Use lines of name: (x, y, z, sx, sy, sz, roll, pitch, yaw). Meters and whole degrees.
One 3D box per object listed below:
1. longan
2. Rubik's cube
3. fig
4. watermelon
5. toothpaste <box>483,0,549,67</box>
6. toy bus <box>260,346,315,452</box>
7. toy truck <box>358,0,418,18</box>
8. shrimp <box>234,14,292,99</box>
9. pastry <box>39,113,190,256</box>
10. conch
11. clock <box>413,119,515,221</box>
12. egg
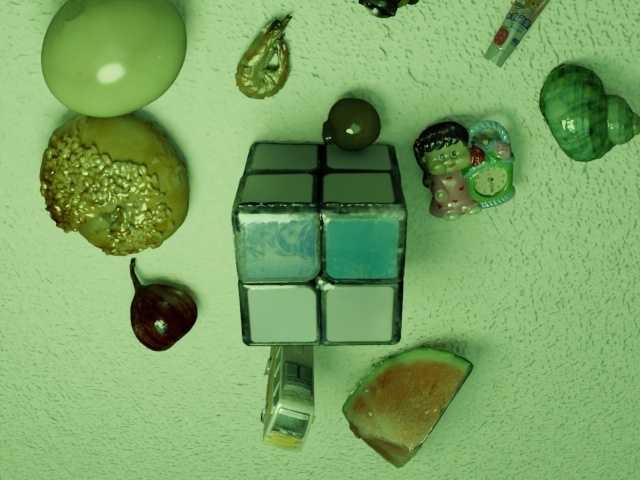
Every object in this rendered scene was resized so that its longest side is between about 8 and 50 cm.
longan: (0.057, -0.226, 1.377, 0.119, 0.106, 0.106, -19, 119, 9)
Rubik's cube: (0.000, 0.000, 1.391, 0.316, 0.313, 0.318, 1, 120, 0)
fig: (-0.364, 0.163, 1.583, 0.149, 0.148, 0.202, 6, 143, 36)
watermelon: (0.196, 0.382, 1.704, 0.222, 0.319, 0.292, 31, 78, 14)
toothpaste: (0.374, -0.415, 1.297, 0.067, 0.043, 0.194, 26, 113, -11)
toy bus: (-0.065, 0.306, 1.560, 0.097, 0.342, 0.138, 17, 116, -10)
toy truck: (0.134, -0.493, 1.174, 0.147, 0.165, 0.224, 20, 119, -11)
shrimp: (-0.096, -0.347, 1.337, 0.099, 0.041, 0.180, 25, 118, -15)
pastry: (-0.415, -0.102, 1.404, 0.284, 0.184, 0.315, -28, 117, 15)
conch: (0.520, -0.240, 1.356, 0.188, 0.122, 0.176, 12, 96, -11)
clock: (0.294, -0.155, 1.422, 0.194, 0.100, 0.195, -18, 122, 7)
egg: (-0.366, -0.336, 1.243, 0.269, 0.219, 0.219, -25, 119, 2)
